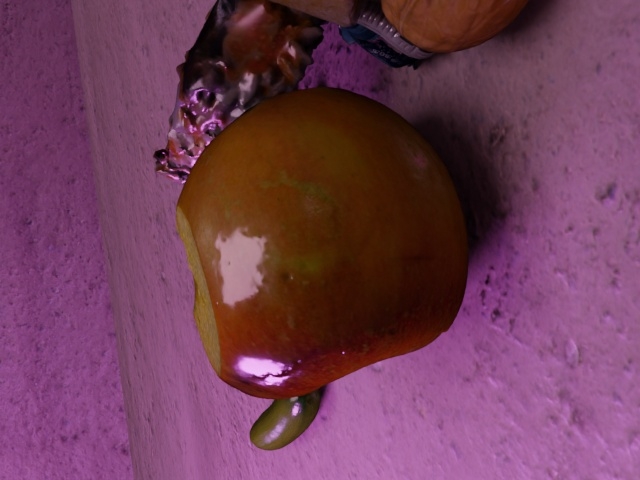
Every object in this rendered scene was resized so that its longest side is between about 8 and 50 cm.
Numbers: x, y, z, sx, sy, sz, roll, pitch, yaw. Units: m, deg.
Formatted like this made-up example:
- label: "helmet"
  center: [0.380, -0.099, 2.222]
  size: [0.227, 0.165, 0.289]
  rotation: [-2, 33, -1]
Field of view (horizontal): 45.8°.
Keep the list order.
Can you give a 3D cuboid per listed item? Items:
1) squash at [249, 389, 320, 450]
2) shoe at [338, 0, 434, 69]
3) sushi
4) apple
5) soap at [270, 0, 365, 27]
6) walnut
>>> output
- label: "squash"
  center: [-0.062, 0.326, 1.391]
  size: [0.292, 0.082, 0.082]
  rotation: [-57, 48, 53]
- label: "shoe"
  center: [0.050, -0.281, 0.939]
  size: [0.091, 0.207, 0.106]
  rotation: [-64, 13, -22]
- label: "sushi"
  center: [-0.104, -0.249, 1.144]
  size: [0.417, 0.176, 0.417]
  rotation: [-160, 90, -84]
- label: "apple"
  center: [-0.016, 0.004, 0.933]
  size: [0.384, 0.374, 0.374]
  rotation: [-27, 72, 42]
- label: "soap"
  center: [-0.088, -0.380, 0.751]
  size: [0.293, 0.335, 0.156]
  rotation: [99, -167, -75]
- label: "walnut"
  center: [0.146, -0.289, 0.780]
  size: [0.197, 0.165, 0.165]
  rotation: [108, 144, -52]
